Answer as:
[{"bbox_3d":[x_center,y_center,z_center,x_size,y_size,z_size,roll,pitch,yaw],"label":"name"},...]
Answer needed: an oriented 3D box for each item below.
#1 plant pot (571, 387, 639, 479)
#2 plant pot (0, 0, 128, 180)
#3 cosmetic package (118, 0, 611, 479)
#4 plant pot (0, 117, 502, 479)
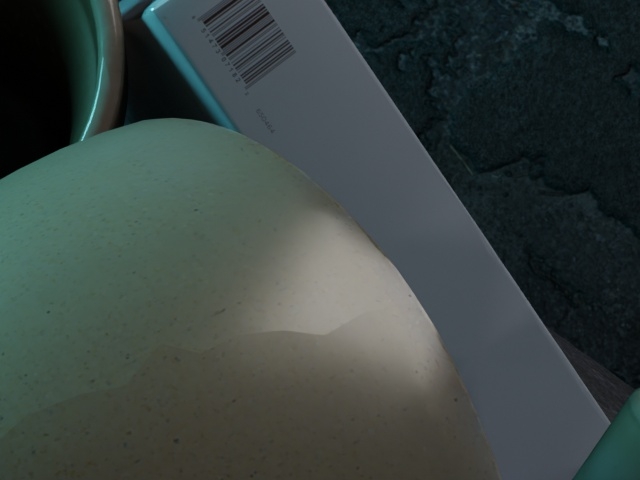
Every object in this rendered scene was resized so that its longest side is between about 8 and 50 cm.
[{"bbox_3d":[0.163,0.261,0.722,0.323,0.280,0.323,35,8,-6],"label":"plant pot"},{"bbox_3d":[-0.235,-0.073,1.170,0.263,0.263,0.229,38,-9,8],"label":"plant pot"},{"bbox_3d":[0.000,0.000,1.234,0.377,0.097,0.284,55,-17,-12],"label":"cosmetic package"},{"bbox_3d":[-0.098,0.117,0.652,0.191,0.284,0.284,-18,46,-37],"label":"plant pot"}]
